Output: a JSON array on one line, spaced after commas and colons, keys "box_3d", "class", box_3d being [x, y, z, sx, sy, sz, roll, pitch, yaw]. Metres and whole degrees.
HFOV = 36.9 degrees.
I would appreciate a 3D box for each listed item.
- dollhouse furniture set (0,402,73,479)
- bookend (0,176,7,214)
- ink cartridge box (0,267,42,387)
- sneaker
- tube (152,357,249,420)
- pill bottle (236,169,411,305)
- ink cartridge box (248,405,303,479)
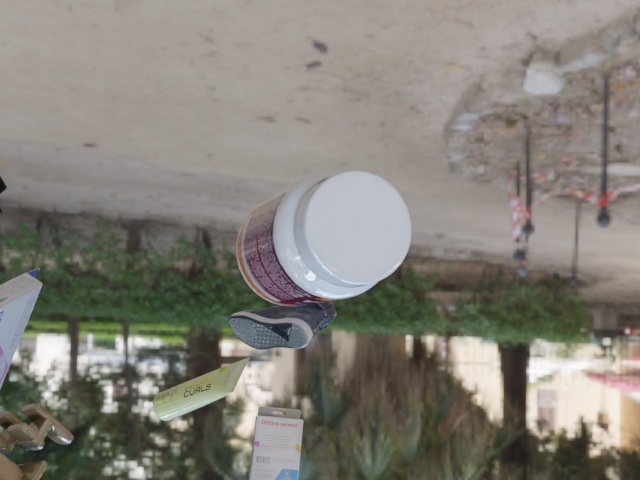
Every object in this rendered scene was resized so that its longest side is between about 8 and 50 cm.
[{"box_3d": [-0.498, 0.398, 1.473, 0.242, 0.212, 0.161, -18, 123, 36], "class": "dollhouse furniture set"}, {"box_3d": [-0.620, -0.078, 1.706, 0.156, 0.157, 0.072, 9, -136, 36], "class": "bookend"}, {"box_3d": [-0.763, 0.246, 2.248, 0.071, 0.324, 0.330, 27, -166, 5], "class": "ink cartridge box"}, {"box_3d": [-0.072, 0.158, 2.039, 0.226, 0.086, 0.163, 3, -149, 37], "class": "sneaker"}, {"box_3d": [-0.236, 0.297, 1.899, 0.240, 0.070, 0.062, -26, 157, 37], "class": "tube"}, {"box_3d": [0.000, 0.000, 1.724, 0.224, 0.224, 0.392, 3, 173, -19], "class": "pill bottle"}, {"box_3d": [-0.086, 0.398, 1.862, 0.092, 0.143, 0.090, 7, 168, -5], "class": "ink cartridge box"}]
